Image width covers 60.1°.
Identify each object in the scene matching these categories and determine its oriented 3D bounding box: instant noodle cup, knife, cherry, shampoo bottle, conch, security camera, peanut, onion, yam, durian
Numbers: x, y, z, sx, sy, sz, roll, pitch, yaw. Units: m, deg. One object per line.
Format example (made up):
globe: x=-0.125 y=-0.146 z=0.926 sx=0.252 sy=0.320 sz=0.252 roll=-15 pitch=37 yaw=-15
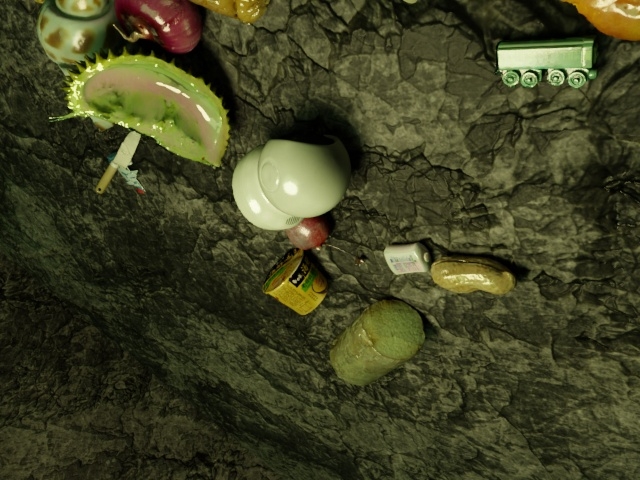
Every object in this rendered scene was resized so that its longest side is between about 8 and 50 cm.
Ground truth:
instant noodle cup: x=-0.057 y=0.109 z=1.419 sx=0.122 sy=0.151 sz=0.151 roll=40 pitch=144 yaw=-19
knife: x=-0.570 y=-0.221 z=1.573 sx=0.047 sy=0.017 sz=0.298 roll=39 pitch=127 yaw=-10
cherry: x=0.000 y=0.000 z=1.305 sx=0.225 sy=0.090 sz=0.107 roll=42 pitch=131 yaw=-16
shampoo bottle: x=0.195 y=0.038 z=1.206 sx=0.099 sy=0.043 sz=0.072 roll=-9 pitch=121 yaw=44
conch: x=-0.482 y=-0.410 z=1.181 sx=0.197 sy=0.249 sz=0.368 roll=-17 pitch=156 yaw=3
security camera: x=-0.046 y=-0.127 z=1.124 sx=0.236 sy=0.194 sz=0.194 roll=-13 pitch=118 yaw=51
peanut: x=0.308 y=0.073 z=1.119 sx=0.174 sy=0.080 sz=0.080 roll=6 pitch=130 yaw=34
onion: x=-0.317 y=-0.442 z=1.087 sx=0.177 sy=0.153 sz=0.177 roll=8 pitch=173 yaw=1
yam: x=0.132 y=0.262 z=1.391 sx=0.161 sy=0.161 sz=0.268 roll=39 pitch=144 yaw=2
durian: x=-0.336 y=-0.278 z=1.124 sx=0.355 sy=0.169 sz=0.157 roll=14 pitch=165 yaw=-32

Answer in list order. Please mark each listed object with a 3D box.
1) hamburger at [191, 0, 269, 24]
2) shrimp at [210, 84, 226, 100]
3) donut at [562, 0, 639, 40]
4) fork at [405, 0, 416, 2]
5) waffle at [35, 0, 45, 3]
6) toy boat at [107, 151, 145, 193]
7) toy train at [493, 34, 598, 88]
hamburger: x=-0.180 y=-0.478 z=0.954 sx=0.206 sy=0.130 sz=0.183 roll=29 pitch=143 yaw=11
shrimp: x=-0.298 y=-0.335 z=1.259 sx=0.219 sy=0.046 sz=0.152 roll=-14 pitch=120 yaw=47
donut: x=0.382 y=-0.351 z=0.610 sx=0.253 sy=0.118 sz=0.253 roll=21 pitch=136 yaw=21
fork: x=0.070 y=-0.448 z=0.858 sx=0.219 sy=0.028 sz=0.034 roll=40 pitch=135 yaw=-5
waffle: x=-0.692 y=-0.671 z=1.260 sx=0.245 sy=0.052 sz=0.254 roll=18 pitch=137 yaw=29
toy boat: x=-0.577 y=-0.206 z=1.642 sx=0.105 sy=0.034 sz=0.149 roll=20 pitch=150 yaw=21
toy train: x=0.326 y=-0.260 z=0.809 sx=0.148 sy=0.038 sz=0.071 roll=10 pitch=130 yaw=34
